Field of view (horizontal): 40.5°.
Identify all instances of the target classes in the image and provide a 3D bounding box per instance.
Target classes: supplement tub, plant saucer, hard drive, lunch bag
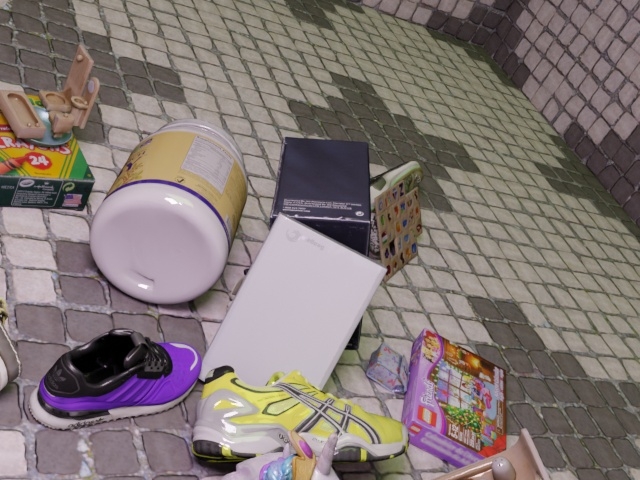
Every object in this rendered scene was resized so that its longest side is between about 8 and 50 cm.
[{"bbox_3d":[-0.265,-0.065,1.603,0.241,0.241,0.331,25,31,-10],"label":"supplement tub"},{"bbox_3d":[-0.529,-0.210,1.634,0.119,0.021,0.119,23,32,-16],"label":"plant saucer"},{"bbox_3d":[-0.050,0.135,1.454,0.203,0.307,0.040,27,6,-7],"label":"hard drive"},{"bbox_3d":[0.138,0.250,1.689,0.083,0.053,0.071,37,32,-8],"label":"lunch bag"}]

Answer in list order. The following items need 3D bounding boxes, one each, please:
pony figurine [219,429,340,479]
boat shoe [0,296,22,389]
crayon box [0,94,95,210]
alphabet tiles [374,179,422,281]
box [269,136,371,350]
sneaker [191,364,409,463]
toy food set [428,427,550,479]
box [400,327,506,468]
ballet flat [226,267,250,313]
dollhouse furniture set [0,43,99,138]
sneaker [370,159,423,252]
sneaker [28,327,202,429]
[{"bbox_3d":[-0.006,0.406,1.120,0.363,0.351,0.302,43,31,-19],"label":"pony figurine"},{"bbox_3d":[-0.519,0.095,1.282,0.305,0.109,0.091,43,37,25],"label":"boat shoe"},{"bbox_3d":[-0.583,-0.193,1.664,0.202,0.081,0.318,0,42,-40],"label":"crayon box"},{"bbox_3d":[0.187,-0.037,2.030,0.009,0.198,0.237,1,19,29],"label":"alphabet tiles"},{"bbox_3d":[0.000,0.000,1.649,0.183,0.296,0.294,3,35,-1],"label":"box"},{"bbox_3d":[-0.015,0.281,1.383,0.385,0.145,0.147,12,67,-32],"label":"sneaker"},{"bbox_3d":[0.209,0.428,1.315,0.219,0.306,0.092,-107,173,-48],"label":"toy food set"},{"bbox_3d":[0.266,0.315,1.699,0.201,0.057,0.293,28,31,-5],"label":"box"},{"bbox_3d":[-0.139,0.119,1.629,0.074,0.074,0.203,25,38,-11],"label":"ballet flat"},{"bbox_3d":[-0.500,-0.280,1.614,0.151,0.123,0.144,-4,46,-44],"label":"dollhouse furniture set"},{"bbox_3d":[0.166,-0.072,2.139,0.410,0.158,0.182,-33,100,-58],"label":"sneaker"},{"bbox_3d":[-0.282,0.191,1.315,0.293,0.146,0.102,-10,50,-48],"label":"sneaker"}]
